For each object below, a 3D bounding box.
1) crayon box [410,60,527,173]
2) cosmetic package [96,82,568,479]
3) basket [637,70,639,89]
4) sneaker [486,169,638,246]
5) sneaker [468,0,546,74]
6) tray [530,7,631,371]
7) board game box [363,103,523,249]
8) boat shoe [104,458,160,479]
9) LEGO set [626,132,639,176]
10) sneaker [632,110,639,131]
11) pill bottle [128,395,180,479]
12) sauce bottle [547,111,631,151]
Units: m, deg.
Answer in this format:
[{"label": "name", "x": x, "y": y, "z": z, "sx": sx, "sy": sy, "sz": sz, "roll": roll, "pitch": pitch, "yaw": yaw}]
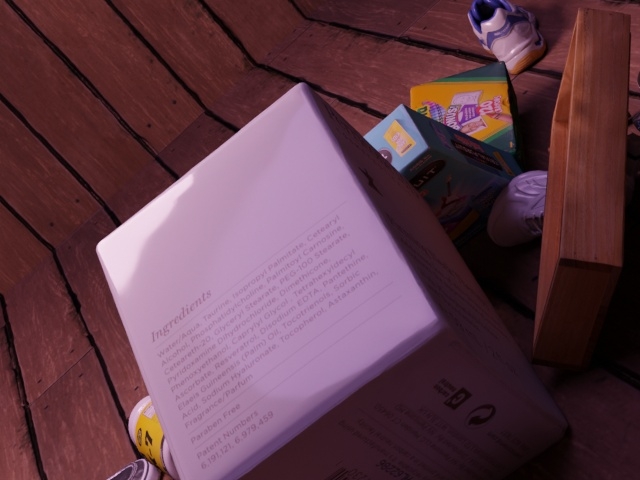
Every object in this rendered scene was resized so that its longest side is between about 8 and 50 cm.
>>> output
[{"label": "crayon box", "x": 0.233, "y": -0.167, "z": 2.096, "sx": 0.165, "sy": 0.081, "sz": 0.278, "roll": -15, "pitch": 34, "yaw": 14}, {"label": "cosmetic package", "x": 0.006, "y": 0.110, "z": 1.507, "sx": 0.327, "sy": 0.329, "sz": 0.393, "roll": -38, "pitch": 50, "yaw": 11}, {"label": "basket", "x": 0.472, "y": -0.127, "z": 1.489, "sx": 0.154, "sy": 0.227, "sz": 0.204, "roll": -28, "pitch": 25, "yaw": 32}, {"label": "sneaker", "x": 0.322, "y": -0.045, "z": 1.791, "sx": 0.232, "sy": 0.090, "sz": 0.115, "roll": -30, "pitch": 27, "yaw": 30}, {"label": "sneaker", "x": 0.331, "y": -0.411, "z": 2.438, "sx": 0.112, "sy": 0.131, "sz": 0.296, "roll": -40, "pitch": 19, "yaw": 9}, {"label": "tray", "x": 0.319, "y": -0.069, "z": 1.592, "sx": 0.076, "sy": 0.202, "sz": 0.410, "roll": 9, "pitch": 51, "yaw": 6}, {"label": "board game box", "x": 0.118, "y": -0.048, "z": 1.839, "sx": 0.254, "sy": 0.336, "sz": 0.079, "roll": -39, "pitch": 64, "yaw": 22}, {"label": "boat shoe", "x": -0.378, "y": 0.435, "z": 2.033, "sx": 0.301, "sy": 0.102, "sz": 0.108, "roll": -44, "pitch": 22, "yaw": -19}, {"label": "LEGO set", "x": 0.469, "y": -0.107, "z": 1.652, "sx": 0.227, "sy": 0.093, "sz": 0.087, "roll": -25, "pitch": 46, "yaw": -37}, {"label": "sneaker", "x": 0.511, "y": -0.240, "z": 1.848, "sx": 0.090, "sy": 0.081, "sz": 0.232, "roll": -5, "pitch": 42, "yaw": 47}, {"label": "pill bottle", "x": -0.214, "y": 0.298, "z": 2.006, "sx": 0.119, "sy": 0.119, "sz": 0.208, "roll": -48, "pitch": 21, "yaw": -15}, {"label": "sauce bottle", "x": 0.397, "y": -0.157, "z": 1.941, "sx": 0.128, "sy": 0.042, "sz": 0.042, "roll": -38, "pitch": 21, "yaw": 14}]
